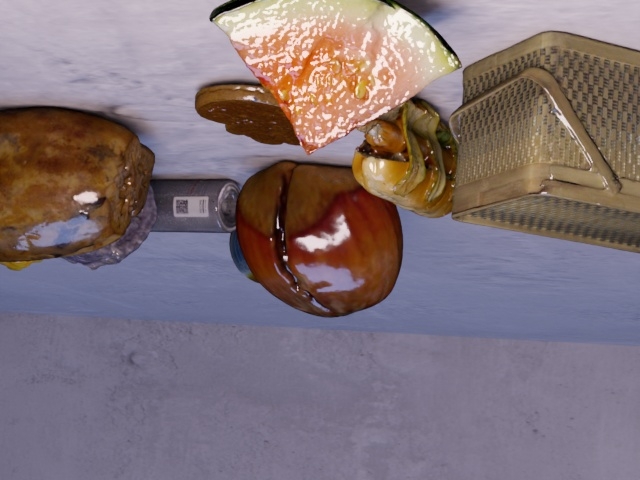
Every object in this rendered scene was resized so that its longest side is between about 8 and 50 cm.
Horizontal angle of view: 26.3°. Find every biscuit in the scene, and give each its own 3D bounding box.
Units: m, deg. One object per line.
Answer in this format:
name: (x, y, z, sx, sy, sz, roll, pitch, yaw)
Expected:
biscuit: (-0.062, -0.133, 1.420, 0.124, 0.026, 0.175, 4, 170, 16)

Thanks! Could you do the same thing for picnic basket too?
picnic basket: (0.257, -0.078, 1.216, 0.266, 0.139, 0.165, 9, 170, -23)

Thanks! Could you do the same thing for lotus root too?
lotus root: (-0.339, -0.059, 1.580, 0.291, 0.193, 0.193, 2, 170, 19)

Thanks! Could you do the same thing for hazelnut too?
hazelnut: (-0.002, 0.001, 1.710, 0.212, 0.181, 0.181, 1, 171, 30)

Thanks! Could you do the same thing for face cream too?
face cream: (-0.244, -0.048, 1.889, 0.283, 0.073, 0.073, 1, 169, 26)

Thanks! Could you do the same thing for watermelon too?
watermelon: (-0.006, -0.158, 1.069, 0.193, 0.137, 0.145, -6, 130, 49)

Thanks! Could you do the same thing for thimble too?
thimble: (-0.292, -0.040, 1.747, 0.150, 0.150, 0.098, 13, 165, -37)

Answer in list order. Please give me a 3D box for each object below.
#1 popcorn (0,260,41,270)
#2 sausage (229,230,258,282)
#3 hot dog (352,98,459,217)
popcorn: (-0.425, -0.042, 1.857, 0.170, 0.180, 0.180, -19, 173, -8)
sausage: (-0.062, 0.005, 1.972, 0.125, 0.117, 0.317, 23, 169, -10)
hot dog: (0.097, -0.083, 1.377, 0.072, 0.109, 0.269, -9, 169, 24)
